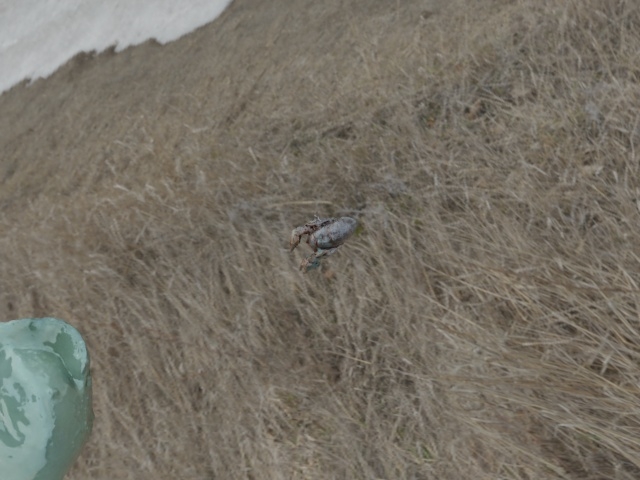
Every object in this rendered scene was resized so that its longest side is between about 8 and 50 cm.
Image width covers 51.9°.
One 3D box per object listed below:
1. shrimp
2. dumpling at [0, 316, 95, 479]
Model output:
[{"bbox_3d":[-0.003,-0.002,0.554,0.038,0.029,0.092,50,138,4],"label":"shrimp"},{"bbox_3d":[-0.297,0.173,0.664,0.153,0.108,0.219,26,96,22],"label":"dumpling"}]
